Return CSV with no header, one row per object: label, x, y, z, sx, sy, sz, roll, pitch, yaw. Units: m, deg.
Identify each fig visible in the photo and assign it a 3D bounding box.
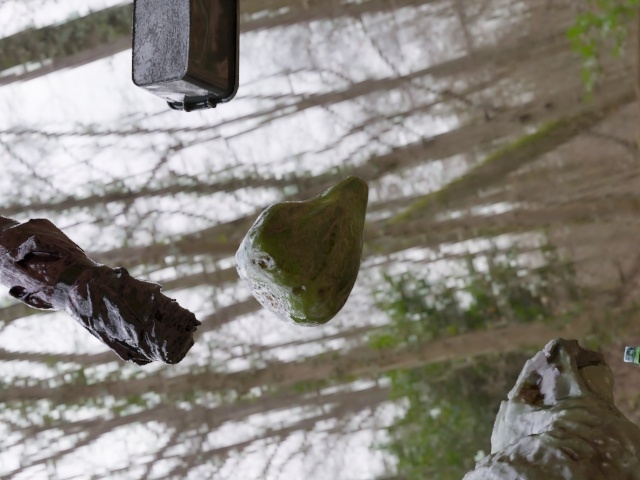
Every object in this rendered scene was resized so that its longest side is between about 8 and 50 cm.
fig,0.000,0.000,2.083,0.275,0.206,0.206,-47,-48,-20

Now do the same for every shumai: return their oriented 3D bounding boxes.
shumai,0.288,0.221,1.277,0.222,0.260,0.225,-58,-22,-25

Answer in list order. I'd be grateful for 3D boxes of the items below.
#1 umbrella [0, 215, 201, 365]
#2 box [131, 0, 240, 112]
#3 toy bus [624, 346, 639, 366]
umbrella,-0.274,0.041,1.366,0.094,0.326,0.090,-15,-51,-64
box,-0.124,-0.183,1.159,0.069,0.084,0.122,14,-107,-58
toy bus,0.509,0.185,2.001,0.083,0.037,0.031,20,-103,-46
